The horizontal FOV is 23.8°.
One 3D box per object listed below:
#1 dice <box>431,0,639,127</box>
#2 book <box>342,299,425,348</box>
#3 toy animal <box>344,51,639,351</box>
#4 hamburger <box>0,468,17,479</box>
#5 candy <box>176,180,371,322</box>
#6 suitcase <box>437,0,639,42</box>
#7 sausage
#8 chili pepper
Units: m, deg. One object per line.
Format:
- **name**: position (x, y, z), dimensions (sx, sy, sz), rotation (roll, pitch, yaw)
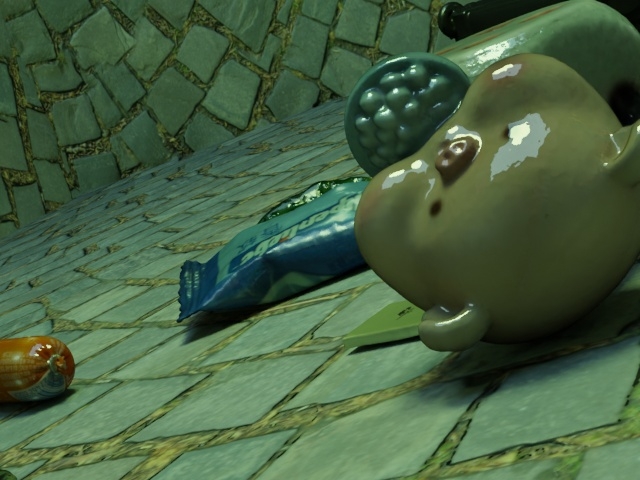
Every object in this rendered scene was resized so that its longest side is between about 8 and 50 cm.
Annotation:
- **dice**: position (0.186, -0.097, 1.351), dimensions (0.191, 0.194, 0.193), rotation (-26, 11, -29)
- **book**: position (0.081, 0.063, 1.245), dimensions (0.111, 0.014, 0.077), rotation (-14, 11, 40)
- **toy animal**: position (0.137, -0.021, 1.112), dimensions (0.210, 0.229, 0.221), rotation (-49, -36, 5)
- **hamburger**: position (-0.319, 0.207, 1.125), dimensions (0.185, 0.113, 0.177), rotation (-32, 17, -10)
- **candy**: position (0.000, 0.000, 1.625), dimensions (0.331, 0.077, 0.187), rotation (-23, 16, 4)
- **suitcase**: position (0.376, -0.282, 1.957), dimensions (0.339, 0.188, 0.345), rotation (-25, 9, -30)
- **sausage**: position (-0.323, 0.138, 1.610), dimensions (0.071, 0.071, 0.234), rotation (-29, 12, -34)
- **chili pepper**: position (-0.010, -0.025, 1.819), dimensions (0.278, 0.065, 0.122), rotation (-28, 24, -15)
